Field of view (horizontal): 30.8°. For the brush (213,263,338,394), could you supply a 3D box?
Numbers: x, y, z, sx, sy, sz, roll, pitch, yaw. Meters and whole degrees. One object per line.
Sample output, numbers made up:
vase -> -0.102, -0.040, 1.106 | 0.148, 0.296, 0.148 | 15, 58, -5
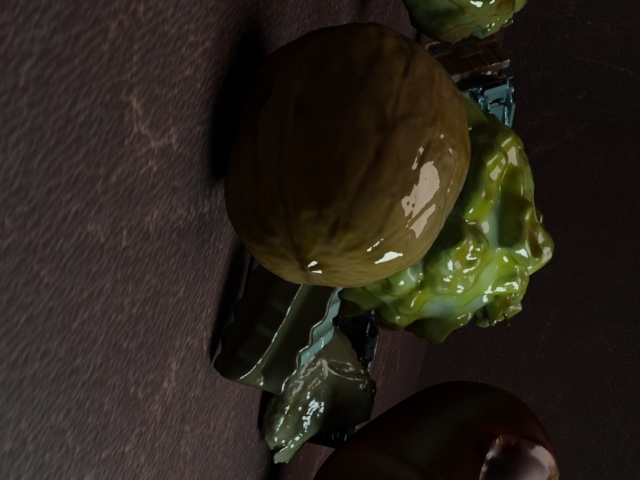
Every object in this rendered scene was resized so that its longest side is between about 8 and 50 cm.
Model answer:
brush -> 0.000, 0.000, 1.069 | 0.084, 0.071, 0.301 | 28, 91, -42

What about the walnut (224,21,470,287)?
walnut -> 0.021, -0.066, 0.940 | 0.195, 0.195, 0.222 | 86, 21, -59

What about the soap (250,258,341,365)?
soap -> -0.025, 0.061, 1.211 | 0.198, 0.066, 0.119 | -24, 128, -77

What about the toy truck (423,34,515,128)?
toy truck -> 0.241, -0.171, 1.940 | 0.338, 0.133, 0.184 | 93, -27, -47

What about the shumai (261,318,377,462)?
shumai -> 0.007, 0.182, 1.397 | 0.201, 0.120, 0.201 | 14, 90, -83

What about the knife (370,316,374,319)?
knife -> 0.116, 0.044, 2.079 | 0.044, 0.026, 0.296 | -83, -178, -70

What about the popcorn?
popcorn -> 0.136, -0.036, 1.392 | 0.312, 0.312, 0.312 | 13, 90, -80

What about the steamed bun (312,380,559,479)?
steamed bun -> 0.122, 0.339, 1.426 | 0.235, 0.248, 0.379 | -32, 143, -38

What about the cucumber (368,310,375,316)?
cucumber -> 0.086, 0.017, 1.721 | 0.284, 0.056, 0.056 | -82, 178, -48

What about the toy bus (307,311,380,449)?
toy bus -> 0.030, 0.197, 1.654 | 0.089, 0.087, 0.194 | 40, 62, -83

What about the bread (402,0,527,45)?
bread -> 0.154, -0.360, 1.293 | 0.252, 0.196, 0.238 | 51, 54, -81
